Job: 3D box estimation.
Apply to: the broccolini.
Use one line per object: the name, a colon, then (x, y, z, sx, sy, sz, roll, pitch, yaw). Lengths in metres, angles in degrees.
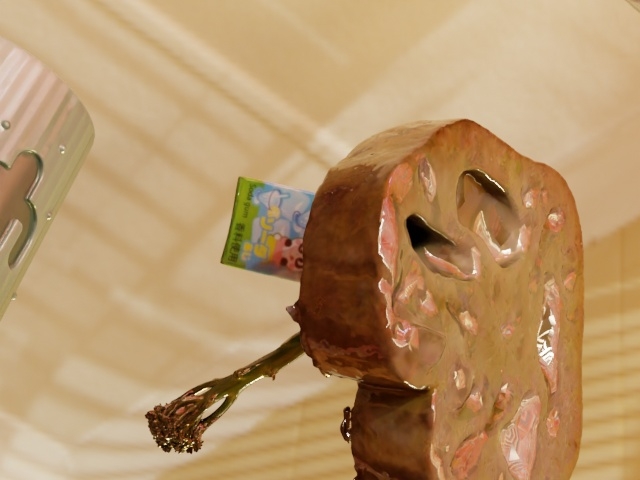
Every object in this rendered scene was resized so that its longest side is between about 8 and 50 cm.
broccolini: (-0.084, 0.160, 1.784, 0.216, 0.058, 0.067, -27, -49, -2)

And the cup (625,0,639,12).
cup: (0.329, -0.280, 1.637, 0.221, 0.202, 0.167, -38, -98, 18)

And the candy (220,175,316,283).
candy: (0.000, 0.000, 1.714, 0.194, 0.097, 0.062, 13, -3, 2)

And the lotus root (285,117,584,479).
lotus root: (0.132, 0.067, 1.513, 0.111, 0.375, 0.390, -6, -56, 37)

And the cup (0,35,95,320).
cup: (-0.472, -0.052, 1.908, 0.310, 0.392, 0.401, 22, -24, 13)
